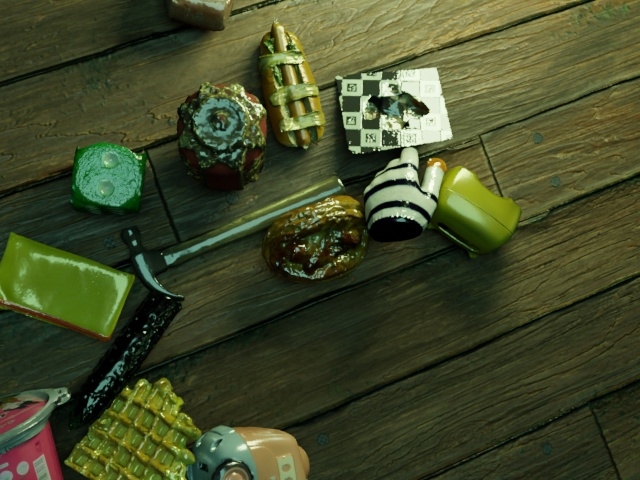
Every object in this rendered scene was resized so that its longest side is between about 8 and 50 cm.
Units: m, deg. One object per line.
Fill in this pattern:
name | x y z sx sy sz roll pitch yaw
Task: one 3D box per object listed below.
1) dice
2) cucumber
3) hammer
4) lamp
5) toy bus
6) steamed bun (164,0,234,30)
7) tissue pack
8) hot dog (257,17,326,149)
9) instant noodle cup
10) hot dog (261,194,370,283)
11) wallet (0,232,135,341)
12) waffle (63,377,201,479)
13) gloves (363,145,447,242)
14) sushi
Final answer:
dice | -0.389 -0.110 1.685 0.131 0.128 0.120 4 84 -13
cucumber | -0.358 0.220 1.652 0.072 0.072 0.300 35 65 -6
hammer | -0.153 -0.027 1.768 0.440 0.044 0.168 -25 87 -14
lamp | -0.177 -0.185 1.665 0.177 0.274 0.177 0 82 -2
toy bus | -0.120 0.467 1.640 0.232 0.194 0.288 -8 90 -33
steamed bun | -0.235 -0.493 1.785 0.144 0.106 0.175 11 67 -5
tissue pack | 0.299 -0.051 1.826 0.178 0.123 0.127 33 73 -7
hot dog | -0.062 -0.306 1.811 0.109 0.072 0.270 -13 87 -16
instant noodle cup | -0.544 0.387 1.542 0.302 0.258 0.182 -18 101 -9
hot dog | -0.002 -0.003 1.754 0.226 0.099 0.161 -21 113 -18
wallet | -0.475 0.089 1.679 0.241 0.067 0.141 20 84 -4
waffle | -0.309 0.353 1.624 0.229 0.057 0.219 20 69 28
gloves | 0.155 -0.104 1.774 0.131 0.140 0.219 25 53 -31
sushi | 0.146 -0.256 1.849 0.210 0.040 0.193 -7 64 -2
